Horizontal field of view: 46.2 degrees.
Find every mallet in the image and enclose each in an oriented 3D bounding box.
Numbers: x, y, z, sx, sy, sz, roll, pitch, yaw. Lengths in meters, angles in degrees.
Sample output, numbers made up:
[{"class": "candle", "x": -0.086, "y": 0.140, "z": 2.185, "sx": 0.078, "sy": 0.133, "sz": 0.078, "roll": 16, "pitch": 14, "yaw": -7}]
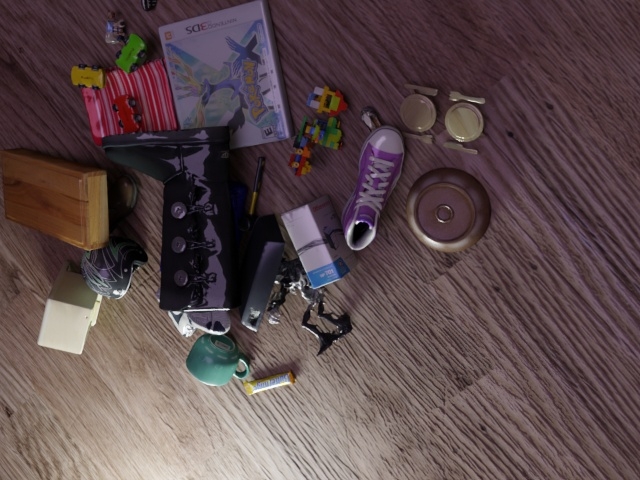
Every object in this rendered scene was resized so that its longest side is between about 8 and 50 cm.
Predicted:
[{"class": "mallet", "x": -0.160, "y": -0.115, "z": 1.881, "sx": 0.039, "sy": 0.062, "sz": 0.190, "roll": 17, "pitch": 95, "yaw": 22}]

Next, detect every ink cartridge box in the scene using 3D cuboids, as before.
[{"class": "ink cartridge box", "x": 0.000, "y": 0.000, "z": 1.781, "sx": 0.082, "sy": 0.139, "sz": 0.191, "roll": -21, "pitch": 96, "yaw": 25}]

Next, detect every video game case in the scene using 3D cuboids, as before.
[{"class": "video game case", "x": -0.232, "y": -0.388, "z": 1.831, "sx": 0.299, "sy": 0.036, "sz": 0.329, "roll": -7, "pitch": 102, "yaw": 25}]

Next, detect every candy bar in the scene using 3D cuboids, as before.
[{"class": "candy bar", "x": -0.136, "y": 0.381, "z": 2.013, "sx": 0.161, "sy": 0.018, "sz": 0.040, "roll": -19, "pitch": 97, "yaw": 27}]

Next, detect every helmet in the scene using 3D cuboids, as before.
[{"class": "helmet", "x": -0.564, "y": 0.071, "z": 2.027, "sx": 0.169, "sy": 0.161, "sz": 0.170, "roll": 6, "pitch": 107, "yaw": 21}]

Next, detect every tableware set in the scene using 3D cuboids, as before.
[{"class": "tableware set", "x": 0.270, "y": -0.275, "z": 1.650, "sx": 0.194, "sy": 0.039, "sz": 0.128, "roll": 17, "pitch": 122, "yaw": 24}]

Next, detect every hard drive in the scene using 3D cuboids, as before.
[{"class": "hard drive", "x": -0.155, "y": 0.076, "z": 1.854, "sx": 0.054, "sy": 0.172, "sz": 0.255, "roll": 10, "pitch": 117, "yaw": -20}]

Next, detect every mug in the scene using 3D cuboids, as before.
[{"class": "mug", "x": -0.270, "y": 0.307, "z": 1.999, "sx": 0.129, "sy": 0.157, "sz": 0.097, "roll": 43, "pitch": 116, "yaw": 34}]

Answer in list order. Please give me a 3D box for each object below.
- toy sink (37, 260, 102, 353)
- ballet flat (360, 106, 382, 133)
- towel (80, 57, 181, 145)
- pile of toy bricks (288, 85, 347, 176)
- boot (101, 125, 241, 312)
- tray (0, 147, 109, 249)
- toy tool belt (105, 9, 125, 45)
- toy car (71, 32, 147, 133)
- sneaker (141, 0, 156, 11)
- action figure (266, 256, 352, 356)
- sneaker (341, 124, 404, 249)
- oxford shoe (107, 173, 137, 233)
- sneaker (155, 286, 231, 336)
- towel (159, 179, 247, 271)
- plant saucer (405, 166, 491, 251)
[{"class": "toy sink", "x": -0.693, "y": 0.184, "z": 2.117, "sx": 0.131, "sy": 0.234, "sz": 0.153, "roll": 16, "pitch": 112, "yaw": -13}, {"class": "ballet flat", "x": 0.126, "y": -0.253, "z": 1.715, "sx": 0.041, "sy": 0.041, "sz": 0.114, "roll": -32, "pitch": 91, "yaw": 27}, {"class": "towel", "x": -0.500, "y": -0.357, "z": 1.957, "sx": 0.274, "sy": 0.031, "sz": 0.199, "roll": -4, "pitch": 103, "yaw": 24}, {"class": "pile of toy bricks", "x": 0.004, "y": -0.244, "z": 1.748, "sx": 0.105, "sy": 0.118, "sz": 0.212, "roll": 16, "pitch": 95, "yaw": -11}, {"class": "boot", "x": -0.371, "y": -0.047, "z": 1.851, "sx": 0.366, "sy": 0.146, "sz": 0.445, "roll": 1, "pitch": 99, "yaw": 28}, {"class": "tray", "x": -0.726, "y": -0.119, "z": 2.027, "sx": 0.410, "sy": 0.076, "sz": 0.203, "roll": 16, "pitch": 111, "yaw": 38}, {"class": "toy tool belt", "x": -0.517, "y": -0.540, "z": 1.909, "sx": 0.051, "sy": 0.052, "sz": 0.083, "roll": 6, "pitch": 113, "yaw": -11}, {"class": "toy car", "x": -0.495, "y": -0.420, "z": 1.890, "sx": 0.239, "sy": 0.053, "sz": 0.225, "roll": 42, "pitch": 115, "yaw": 6}, {"class": "sneaker", "x": -0.433, "y": -0.623, "z": 1.855, "sx": 0.043, "sy": 0.040, "sz": 0.109, "roll": 10, "pitch": 105, "yaw": 37}, {"class": "action figure", "x": -0.045, "y": 0.142, "z": 1.842, "sx": 0.164, "sy": 0.141, "sz": 0.276, "roll": -39, "pitch": 90, "yaw": 32}, {"class": "sneaker", "x": 0.123, "y": -0.108, "z": 1.680, "sx": 0.102, "sy": 0.161, "sz": 0.282, "roll": 14, "pitch": 115, "yaw": -4}, {"class": "oxford shoe", "x": -0.572, "y": -0.084, "z": 2.027, "sx": 0.083, "sy": 0.096, "sz": 0.227, "roll": 43, "pitch": 114, "yaw": 9}, {"class": "sneaker", "x": -0.320, "y": 0.206, "z": 1.981, "sx": 0.234, "sy": 0.094, "sz": 0.153, "roll": 18, "pitch": 150, "yaw": 23}, {"class": "towel", "x": -0.312, "y": -0.022, "z": 1.944, "sx": 0.227, "sy": 0.076, "sz": 0.308, "roll": 17, "pitch": 110, "yaw": 17}, {"class": "plant saucer", "x": 0.285, "y": -0.065, "z": 1.702, "sx": 0.198, "sy": 0.036, "sz": 0.199, "roll": 6, "pitch": 107, "yaw": 21}]
